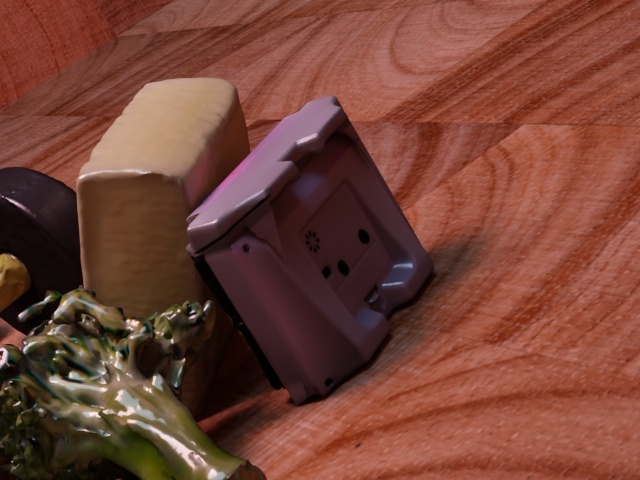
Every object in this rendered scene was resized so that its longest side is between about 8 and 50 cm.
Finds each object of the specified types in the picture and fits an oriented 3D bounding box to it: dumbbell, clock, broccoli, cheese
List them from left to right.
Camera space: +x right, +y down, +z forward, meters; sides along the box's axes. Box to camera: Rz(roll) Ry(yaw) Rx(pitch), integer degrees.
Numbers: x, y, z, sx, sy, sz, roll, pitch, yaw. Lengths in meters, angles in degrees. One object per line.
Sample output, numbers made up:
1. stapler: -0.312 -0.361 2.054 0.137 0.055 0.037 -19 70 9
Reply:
1. dumbbell: -0.386 0.081 1.782 0.203 0.204 0.322 -11 25 43
2. broccoli: -0.130 0.140 1.354 0.274 0.177 0.198 7 38 30
3. cheese: -0.139 -0.002 1.555 0.123 0.243 0.265 6 24 6
4. clock: 0.000 0.000 1.458 0.083 0.186 0.253 -18 21 36

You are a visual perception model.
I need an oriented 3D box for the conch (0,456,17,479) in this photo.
1. conch: -0.280 0.199 1.465 0.093 0.109 0.330 -21 1 15
